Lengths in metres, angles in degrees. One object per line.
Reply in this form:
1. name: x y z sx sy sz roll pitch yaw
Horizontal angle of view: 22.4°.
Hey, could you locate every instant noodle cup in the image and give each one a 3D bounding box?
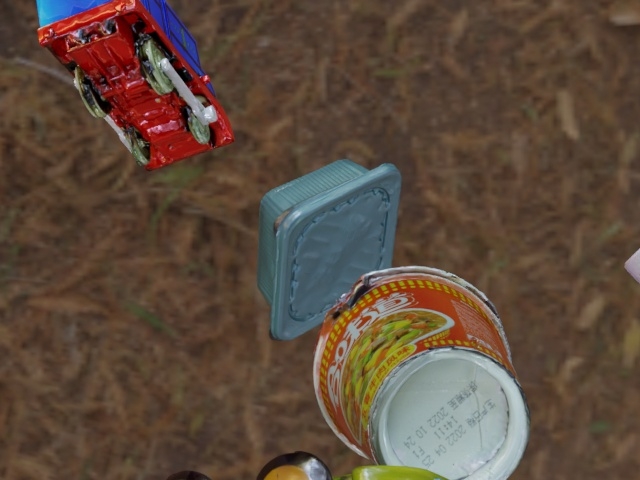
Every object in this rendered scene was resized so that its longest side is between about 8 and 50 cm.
1. instant noodle cup: 0.000 0.000 1.622 0.157 0.070 0.179 -26 140 -29
2. instant noodle cup: 0.092 0.130 1.374 0.193 0.212 0.193 -1 98 -5

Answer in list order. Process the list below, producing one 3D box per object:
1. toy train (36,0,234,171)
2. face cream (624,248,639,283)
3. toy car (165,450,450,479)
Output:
1. toy train: -0.143 -0.144 1.255 0.204 0.083 0.131 53 20 -61
2. face cream: 0.457 0.116 1.612 0.345 0.102 0.102 46 56 8
3. toy car: -0.018 0.241 1.152 0.200 0.248 0.142 29 51 -58
